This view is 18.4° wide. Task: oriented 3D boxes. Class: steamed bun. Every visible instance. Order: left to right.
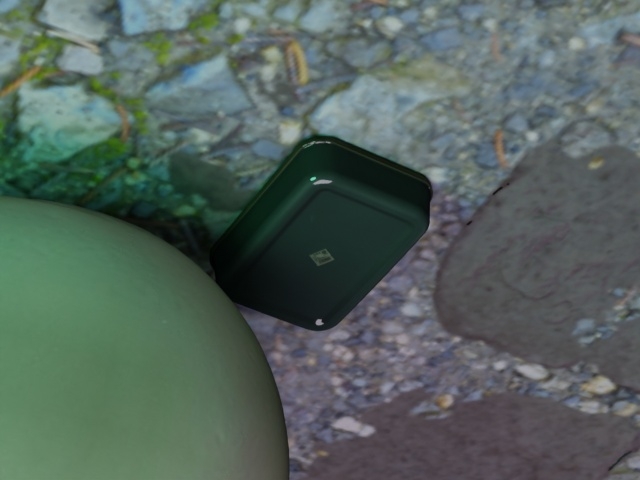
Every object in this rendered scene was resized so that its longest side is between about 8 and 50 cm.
[{"bbox_3d":[-0.176,0.125,1.051,0.324,0.324,0.206,3,159,-6],"label":"steamed bun"}]

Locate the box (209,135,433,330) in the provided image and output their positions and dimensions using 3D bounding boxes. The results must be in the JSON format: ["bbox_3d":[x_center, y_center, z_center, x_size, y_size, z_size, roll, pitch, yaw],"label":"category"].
[{"bbox_3d":[0.000,0.000,1.135,0.091,0.031,0.126,23,131,-26],"label":"box"}]
